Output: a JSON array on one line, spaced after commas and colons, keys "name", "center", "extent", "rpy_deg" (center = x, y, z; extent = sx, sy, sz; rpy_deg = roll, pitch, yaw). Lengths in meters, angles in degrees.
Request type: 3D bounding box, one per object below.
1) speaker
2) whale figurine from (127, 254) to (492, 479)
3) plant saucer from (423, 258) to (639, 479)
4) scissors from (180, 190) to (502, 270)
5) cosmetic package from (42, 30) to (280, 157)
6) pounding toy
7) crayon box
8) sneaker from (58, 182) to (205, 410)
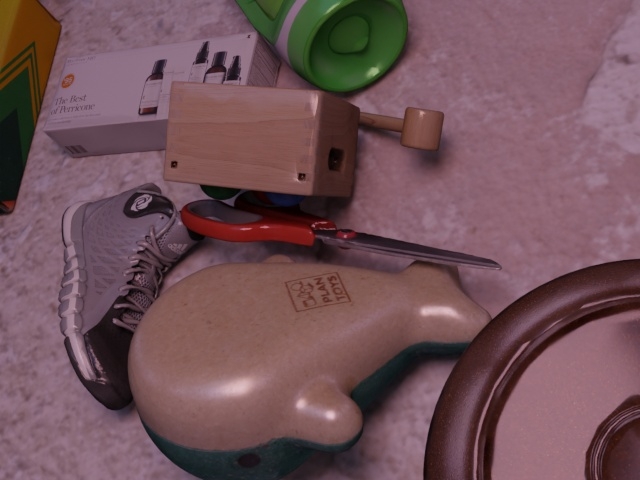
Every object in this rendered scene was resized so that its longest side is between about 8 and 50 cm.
[{"name": "speaker", "center": [-0.029, -0.276, 0.950], "extent": [0.131, 0.131, 0.296], "rpy_deg": [-35, 53, 4]}, {"name": "whale figurine", "center": [-0.007, 0.096, 0.739], "extent": [0.272, 0.141, 0.216], "rpy_deg": [-15, 35, -9]}, {"name": "plant saucer", "center": [0.215, 0.150, 0.601], "extent": [0.310, 0.050, 0.311], "rpy_deg": [-6, 68, 14]}, {"name": "scissors", "center": [0.000, 0.000, 0.776], "extent": [0.109, 0.021, 0.297], "rpy_deg": [-16, 25, -38]}, {"name": "cosmetic package", "center": [-0.166, -0.149, 0.984], "extent": [0.239, 0.060, 0.099], "rpy_deg": [-2, 61, 25]}, {"name": "pounding toy", "center": [-0.001, -0.074, 0.819], "extent": [0.206, 0.181, 0.094], "rpy_deg": [7, 93, 16]}, {"name": "crayon box", "center": [-0.424, -0.173, 1.111], "extent": [0.202, 0.081, 0.318], "rpy_deg": [-6, 61, 23]}, {"name": "sneaker", "center": [-0.162, 0.032, 0.865], "extent": [0.132, 0.086, 0.229], "rpy_deg": [-24, 54, 9]}]
